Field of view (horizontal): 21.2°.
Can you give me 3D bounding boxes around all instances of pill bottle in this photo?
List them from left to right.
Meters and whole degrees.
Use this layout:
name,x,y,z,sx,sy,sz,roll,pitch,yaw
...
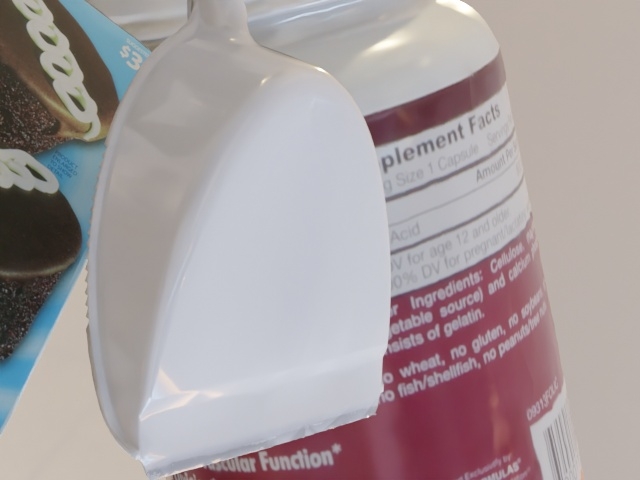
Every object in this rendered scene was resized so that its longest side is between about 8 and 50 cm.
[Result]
name,x,y,z,sx,sy,sz,roll,pitch,yaw
pill bottle,0.000,0.000,0.900,0.224,0.224,0.392,1,-70,46

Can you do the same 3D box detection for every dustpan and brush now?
name,x,y,z,sx,sy,sz,roll,pitch,yaw
dustpan and brush,-0.027,-0.041,0.558,0.060,0.147,0.211,12,-80,32

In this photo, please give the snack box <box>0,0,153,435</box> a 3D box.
name,x,y,z,sx,sy,sz,roll,pitch,yaw
snack box,-0.212,-0.077,0.539,0.322,0.187,0.060,37,-42,-19
